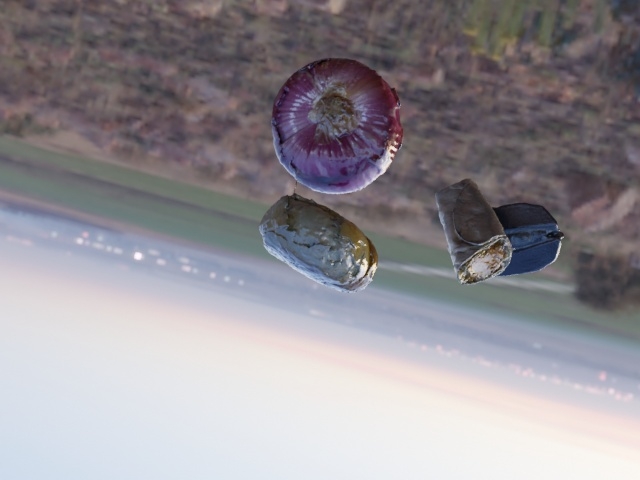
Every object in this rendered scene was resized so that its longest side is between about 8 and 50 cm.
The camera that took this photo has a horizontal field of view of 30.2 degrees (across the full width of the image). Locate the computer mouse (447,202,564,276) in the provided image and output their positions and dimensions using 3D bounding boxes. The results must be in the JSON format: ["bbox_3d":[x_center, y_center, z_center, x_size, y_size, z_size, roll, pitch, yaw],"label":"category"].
[{"bbox_3d":[0.258,0.001,1.722,0.192,0.106,0.062,-9,-173,42],"label":"computer mouse"}]

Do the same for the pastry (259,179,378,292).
[{"bbox_3d":[-0.002,0.005,1.392,0.153,0.081,0.153,31,163,11],"label":"pastry"}]

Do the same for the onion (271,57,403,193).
[{"bbox_3d":[0.031,-0.183,1.976,0.230,0.230,0.163,13,164,13],"label":"onion"}]

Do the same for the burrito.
[{"bbox_3d":[0.207,-0.022,1.642,0.087,0.060,0.226,-15,-148,2],"label":"burrito"}]
